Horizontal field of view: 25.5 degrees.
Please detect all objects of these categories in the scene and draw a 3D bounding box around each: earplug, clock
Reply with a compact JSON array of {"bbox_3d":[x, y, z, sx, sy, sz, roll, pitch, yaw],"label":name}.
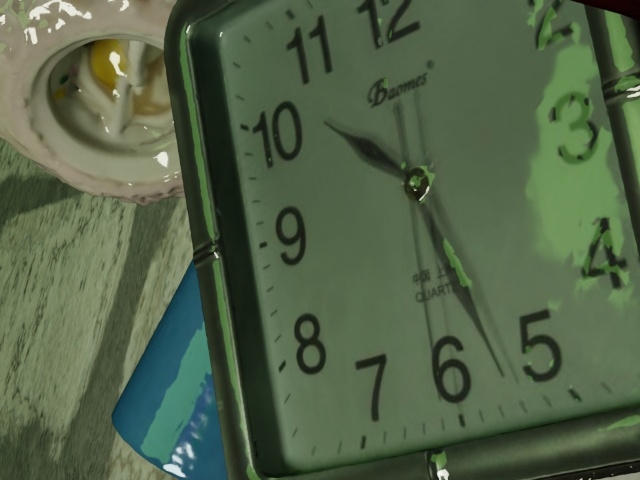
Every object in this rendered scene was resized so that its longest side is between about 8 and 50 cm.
[{"bbox_3d":[0.000,0.000,0.768,0.273,0.132,0.132,-66,23,7],"label":"earplug"},{"bbox_3d":[0.043,-0.022,0.624,0.273,0.049,0.279,-20,74,43],"label":"clock"}]

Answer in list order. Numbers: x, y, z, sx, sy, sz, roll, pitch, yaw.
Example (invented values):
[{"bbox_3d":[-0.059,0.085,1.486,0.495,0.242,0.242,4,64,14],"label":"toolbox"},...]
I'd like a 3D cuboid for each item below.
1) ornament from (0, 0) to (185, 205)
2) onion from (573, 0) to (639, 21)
[{"bbox_3d":[-0.133,-0.163,1.017,0.259,0.259,0.225,-54,23,37],"label":"ornament"},{"bbox_3d":[0.133,-0.157,0.373,0.348,0.347,0.385,-28,83,60],"label":"onion"}]
